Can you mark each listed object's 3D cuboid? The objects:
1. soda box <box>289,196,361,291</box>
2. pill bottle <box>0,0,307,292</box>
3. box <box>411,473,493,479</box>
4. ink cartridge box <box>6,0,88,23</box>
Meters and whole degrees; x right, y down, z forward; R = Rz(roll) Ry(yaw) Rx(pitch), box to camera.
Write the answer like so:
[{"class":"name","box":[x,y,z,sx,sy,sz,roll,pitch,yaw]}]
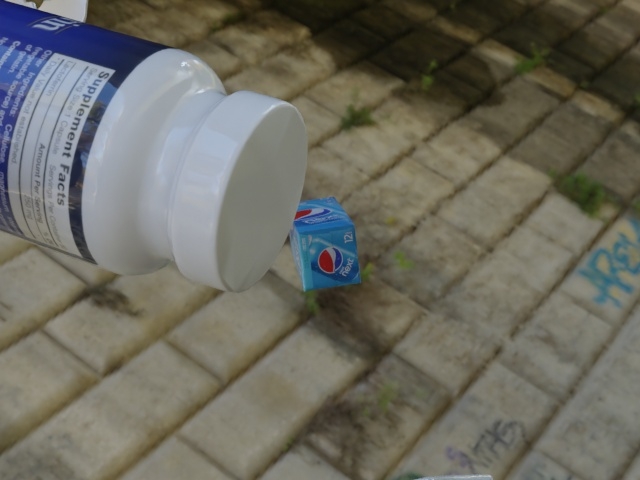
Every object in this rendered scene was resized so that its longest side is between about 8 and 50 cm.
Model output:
[{"class":"soda box","box":[0.000,0.000,1.243,0.210,0.067,0.071,-119,22,-77]},{"class":"pill bottle","box":[-0.152,-0.064,0.681,0.153,0.264,0.153,19,-90,-73]},{"class":"box","box":[0.083,0.332,0.997,0.181,0.182,0.119,-24,-24,35]},{"class":"ink cartridge box","box":[-0.287,-0.363,0.886,0.119,0.207,0.353,-2,-82,-40]}]
